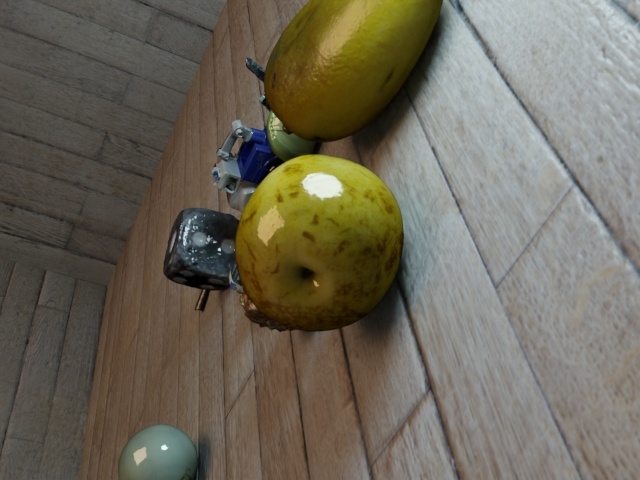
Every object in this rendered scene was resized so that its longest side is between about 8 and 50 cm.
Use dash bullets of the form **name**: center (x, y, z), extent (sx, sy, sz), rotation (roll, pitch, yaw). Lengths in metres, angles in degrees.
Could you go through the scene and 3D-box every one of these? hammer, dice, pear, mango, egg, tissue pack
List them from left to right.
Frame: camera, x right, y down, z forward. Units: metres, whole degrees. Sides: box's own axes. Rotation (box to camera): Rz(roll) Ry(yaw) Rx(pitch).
- **egg**: center (-0.388, 0.541, 1.908), extent (0.264, 0.182, 0.183), rotation (122, 157, -49)
- **dice**: center (-0.310, 0.026, 2.136), extent (0.182, 0.183, 0.182), rotation (150, 132, -63)
- **hammer**: center (-0.311, 0.064, 2.330), extent (0.125, 0.027, 0.297), rotation (5, 79, 69)
- **tissue pack**: center (-0.171, 0.064, 1.776), extent (0.062, 0.042, 0.083), rotation (-99, 32, -54)
- **pear**: center (0.000, 0.000, 1.253), extent (0.281, 0.280, 0.281), rotation (-52, 28, 43)
- **mango**: center (0.067, -0.358, 1.454), extent (0.445, 0.220, 0.301), rotation (-41, 30, 39)

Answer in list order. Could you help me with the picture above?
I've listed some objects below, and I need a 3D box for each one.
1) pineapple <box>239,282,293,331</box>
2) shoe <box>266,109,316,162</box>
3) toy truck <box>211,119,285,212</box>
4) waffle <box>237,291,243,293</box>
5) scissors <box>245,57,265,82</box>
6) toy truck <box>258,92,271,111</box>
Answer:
- **pineapple**: center (-0.068, 0.069, 1.517), extent (0.166, 0.166, 0.193), rotation (-36, 41, 58)
- **shoe**: center (-0.040, -0.300, 1.767), extent (0.128, 0.140, 0.262), rotation (-5, 71, 64)
- **toy truck**: center (-0.167, -0.168, 1.918), extent (0.213, 0.176, 0.161), rotation (-60, 31, 29)
- **waffle**: center (-0.114, 0.043, 1.791), extent (0.274, 0.057, 0.168), rotation (-7, 67, 68)
- **scissors**: center (-0.094, -0.345, 1.805), extent (0.024, 0.317, 0.160), rotation (15, 85, 25)
- **toy truck**: center (-0.082, -0.385, 2.007), extent (0.115, 0.080, 0.178), rotation (-46, -1, -23)
